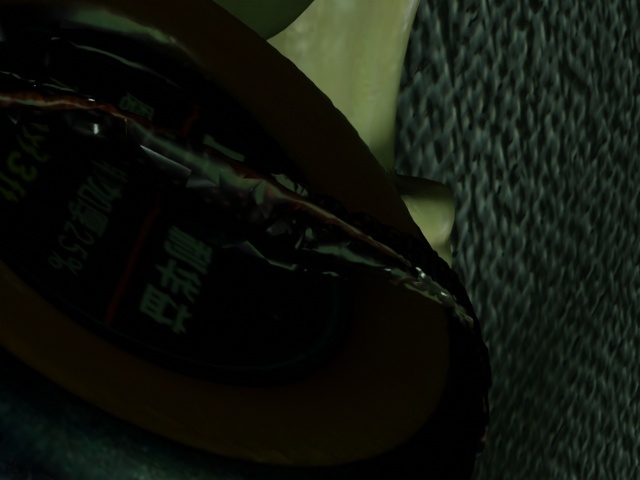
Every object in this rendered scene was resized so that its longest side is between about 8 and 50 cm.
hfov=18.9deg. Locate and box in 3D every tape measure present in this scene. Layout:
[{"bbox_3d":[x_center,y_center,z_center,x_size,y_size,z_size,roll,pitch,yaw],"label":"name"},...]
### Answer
[{"bbox_3d":[-0.071,0.020,0.440,0.135,0.223,0.202,-51,-166,29],"label":"tape measure"}]

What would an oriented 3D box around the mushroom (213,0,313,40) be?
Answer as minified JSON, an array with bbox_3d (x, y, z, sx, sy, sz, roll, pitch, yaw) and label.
[{"bbox_3d":[-0.052,-0.103,0.557,0.112,0.148,0.148,57,25,14],"label":"mushroom"}]

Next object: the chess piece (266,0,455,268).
[{"bbox_3d":[0.000,0.000,0.677,0.117,0.117,0.397,-7,102,-62],"label":"chess piece"}]
